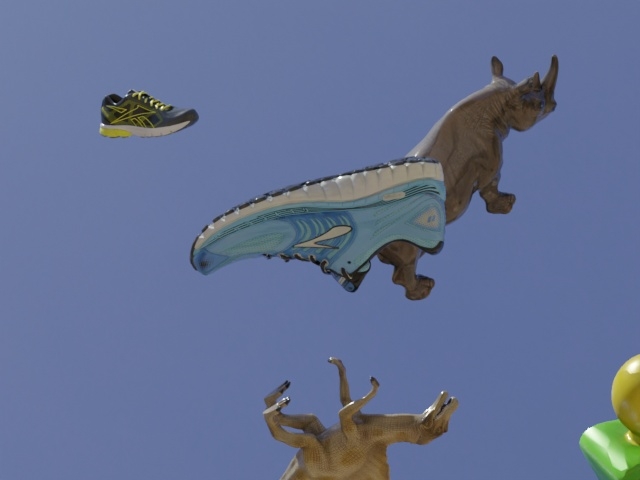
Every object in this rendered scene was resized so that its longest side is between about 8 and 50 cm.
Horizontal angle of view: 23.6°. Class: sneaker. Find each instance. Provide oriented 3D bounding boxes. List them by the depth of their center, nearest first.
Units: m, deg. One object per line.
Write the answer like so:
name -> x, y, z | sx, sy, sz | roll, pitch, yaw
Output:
sneaker -> 0.000, 0.000, 0.919 | 0.162, 0.063, 0.073 | -13, -86, 7
sneaker -> -0.131, -0.096, 1.143 | 0.083, 0.031, 0.035 | -2, -77, 22

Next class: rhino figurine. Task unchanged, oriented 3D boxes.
rhino figurine -> 0.126, -0.069, 1.322 | 0.243, 0.073, 0.106 | -48, -48, -2

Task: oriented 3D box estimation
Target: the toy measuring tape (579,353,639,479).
toy measuring tape -> 0.241, 0.173, 0.813 | 0.121, 0.121, 0.330 | -29, -61, 6

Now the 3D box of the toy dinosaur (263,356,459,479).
toy dinosaur -> -0.001, 0.137, 0.991 | 0.183, 0.053, 0.092 | -33, -82, 26
